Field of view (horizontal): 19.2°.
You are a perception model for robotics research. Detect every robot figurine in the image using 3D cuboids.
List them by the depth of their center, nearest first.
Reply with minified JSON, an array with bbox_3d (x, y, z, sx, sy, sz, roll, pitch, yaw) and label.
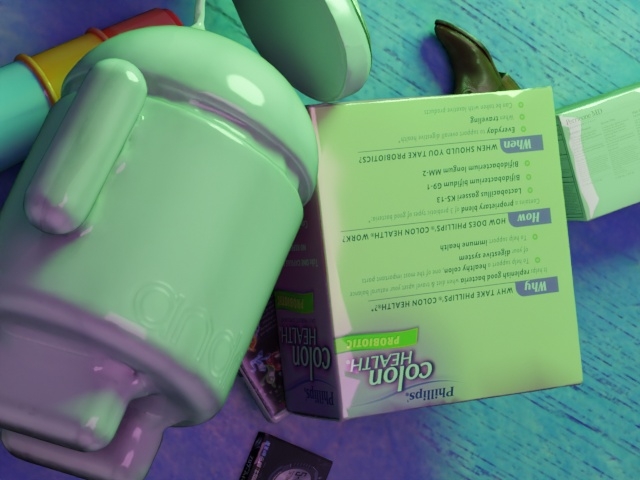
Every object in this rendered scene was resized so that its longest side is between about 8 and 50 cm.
[{"bbox_3d":[-0.124,-0.005,1.354,0.200,0.300,0.353,15,68,18],"label":"robot figurine"}]

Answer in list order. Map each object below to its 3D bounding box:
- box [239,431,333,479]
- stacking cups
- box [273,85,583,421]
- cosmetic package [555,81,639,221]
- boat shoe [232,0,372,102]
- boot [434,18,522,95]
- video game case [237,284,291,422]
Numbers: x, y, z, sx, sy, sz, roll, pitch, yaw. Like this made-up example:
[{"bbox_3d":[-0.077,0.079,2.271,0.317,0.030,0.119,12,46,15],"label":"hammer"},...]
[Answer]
[{"bbox_3d":[-0.035,0.209,1.565,0.067,0.018,0.083,26,80,-20],"label":"box"},{"bbox_3d":[-0.239,-0.091,1.437,0.316,0.096,0.096,-26,100,-20],"label":"stacking cups"},{"bbox_3d":[0.078,0.008,1.506,0.213,0.117,0.243,-7,91,-23],"label":"box"},{"bbox_3d":[0.309,-0.098,1.684,0.239,0.060,0.099,-19,99,-22],"label":"cosmetic package"},{"bbox_3d":[-0.028,-0.236,1.468,0.105,0.113,0.306,-17,55,-31],"label":"boat shoe"},{"bbox_3d":[0.106,-0.116,1.616,0.106,0.037,0.114,42,80,-15],"label":"boot"},{"bbox_3d":[-0.009,0.026,1.545,0.190,0.022,0.173,-34,101,-20],"label":"video game case"}]
